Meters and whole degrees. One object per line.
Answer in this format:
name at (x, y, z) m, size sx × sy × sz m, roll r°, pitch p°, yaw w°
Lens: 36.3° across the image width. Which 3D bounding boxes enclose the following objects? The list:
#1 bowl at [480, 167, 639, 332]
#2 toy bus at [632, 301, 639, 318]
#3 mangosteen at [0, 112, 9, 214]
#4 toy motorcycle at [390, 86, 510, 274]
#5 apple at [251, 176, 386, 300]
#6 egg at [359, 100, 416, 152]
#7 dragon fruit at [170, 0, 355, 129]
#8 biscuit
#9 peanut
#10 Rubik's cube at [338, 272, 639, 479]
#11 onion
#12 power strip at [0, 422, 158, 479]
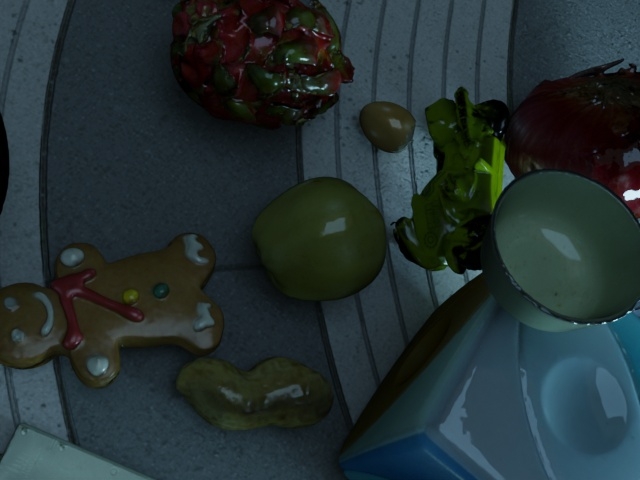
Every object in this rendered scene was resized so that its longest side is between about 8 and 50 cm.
bowl at (0.286, 0.024, 1.211) m, size 0.212 × 0.112 × 0.211 m, roll 7°, pitch 64°, yaw -15°
toy bus at (0.562, 0.121, 1.691) m, size 0.131 × 0.037 × 0.052 m, roll -17°, pitch 78°, yaw -24°
mangosteen at (-0.581, -0.107, 1.146) m, size 0.382 × 0.435 × 0.382 m, roll -13°, pitch 54°, yaw 18°
toy motorcycle at (0.213, -0.078, 1.558) m, size 0.142 × 0.206 × 0.342 m, roll 46°, pitch 41°, yaw -41°
apple at (0.000, 0.000, 1.449) m, size 0.200 × 0.200 × 0.200 m, roll 6°, pitch 72°, yaw -18°
egg at (0.109, -0.188, 1.603) m, size 0.096 × 0.080 × 0.080 m, roll 27°, pitch 65°, yaw 9°
dragon fruit at (-0.086, -0.283, 1.480) m, size 0.303 × 0.237 × 0.231 m, roll 21°, pitch 76°, yaw -33°
biscuit at (-0.303, 0.095, 1.358) m, size 0.340 × 0.047 × 0.215 m, roll -6°, pitch 63°, yaw -15°
peanut at (-0.092, 0.218, 1.395) m, size 0.230 × 0.103 × 0.098 m, roll 4°, pitch 114°, yaw -19°
Rubik's cube at (0.276, 0.263, 1.368) m, size 0.351 × 0.347 × 0.352 m, roll 41°, pitch 62°, yaw -1°
onion at (0.481, -0.135, 1.631) m, size 0.348 × 0.285 × 0.347 m, roll -3°, pitch 34°, yaw 2°
power strip at (-0.275, 0.353, 1.303) m, size 0.367 × 0.043 × 0.106 m, roll 25°, pitch 68°, yaw -6°
